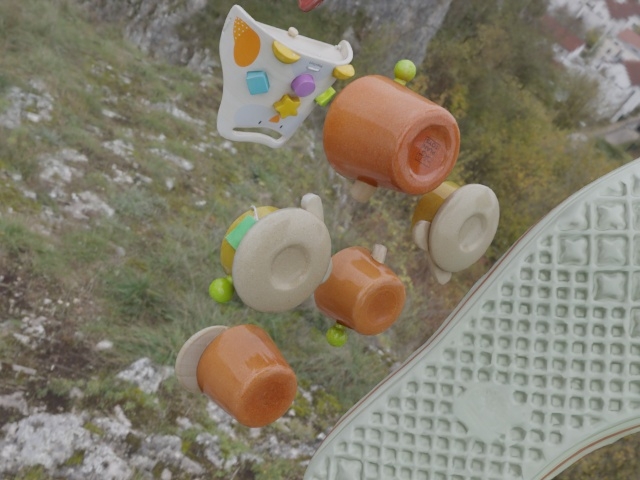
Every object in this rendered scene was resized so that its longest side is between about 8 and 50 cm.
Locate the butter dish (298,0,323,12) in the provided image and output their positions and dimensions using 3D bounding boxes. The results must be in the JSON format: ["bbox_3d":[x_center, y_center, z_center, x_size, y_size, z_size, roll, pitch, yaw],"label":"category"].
[{"bbox_3d":[0.007,-0.200,0.243,0.118,0.160,0.160,26,51,-26],"label":"butter dish"}]

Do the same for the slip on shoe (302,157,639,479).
[{"bbox_3d":[0.132,0.062,0.362,0.123,0.331,0.101,52,10,18],"label":"slip on shoe"}]

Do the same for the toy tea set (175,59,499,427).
[{"bbox_3d":[0.000,0.000,0.586,0.336,0.200,0.124,-38,39,-16],"label":"toy tea set"}]

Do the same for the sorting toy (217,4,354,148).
[{"bbox_3d":[-0.025,-0.088,0.399,0.083,0.075,0.045,4,44,-39],"label":"sorting toy"}]
